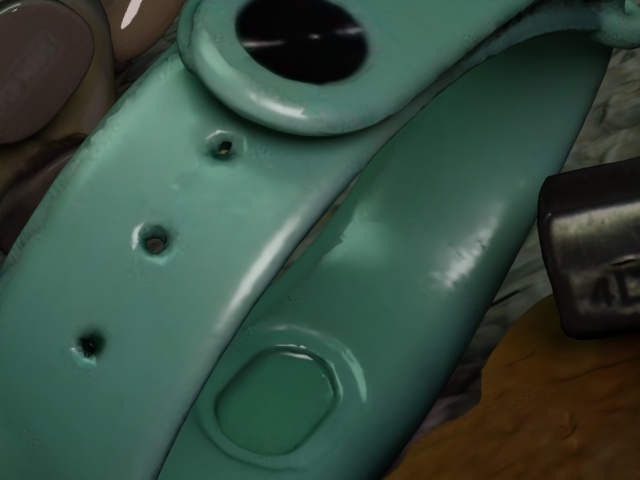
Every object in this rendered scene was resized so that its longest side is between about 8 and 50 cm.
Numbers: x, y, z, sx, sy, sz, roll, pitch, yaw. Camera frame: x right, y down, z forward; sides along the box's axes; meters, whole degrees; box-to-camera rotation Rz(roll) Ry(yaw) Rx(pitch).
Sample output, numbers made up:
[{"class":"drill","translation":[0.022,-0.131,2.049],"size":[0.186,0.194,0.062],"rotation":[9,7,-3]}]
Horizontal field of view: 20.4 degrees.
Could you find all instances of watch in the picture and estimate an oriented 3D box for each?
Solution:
[{"class":"watch","translation":[0.000,0.000,0.458],"size":[0.068,0.195,0.237],"rotation":[33,47,18]}]

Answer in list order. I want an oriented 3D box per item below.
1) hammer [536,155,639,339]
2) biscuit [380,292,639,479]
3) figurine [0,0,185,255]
[{"class":"hammer","translation":[0.090,0.080,0.322],"size":[0.111,0.043,0.365],"rotation":[-11,30,17]},{"class":"biscuit","translation":[0.093,0.047,0.455],"size":[0.144,0.040,0.236],"rotation":[12,39,44]},{"class":"figurine","translation":[-0.184,-0.119,0.879],"size":[0.203,0.248,0.380],"rotation":[-48,36,1]}]
